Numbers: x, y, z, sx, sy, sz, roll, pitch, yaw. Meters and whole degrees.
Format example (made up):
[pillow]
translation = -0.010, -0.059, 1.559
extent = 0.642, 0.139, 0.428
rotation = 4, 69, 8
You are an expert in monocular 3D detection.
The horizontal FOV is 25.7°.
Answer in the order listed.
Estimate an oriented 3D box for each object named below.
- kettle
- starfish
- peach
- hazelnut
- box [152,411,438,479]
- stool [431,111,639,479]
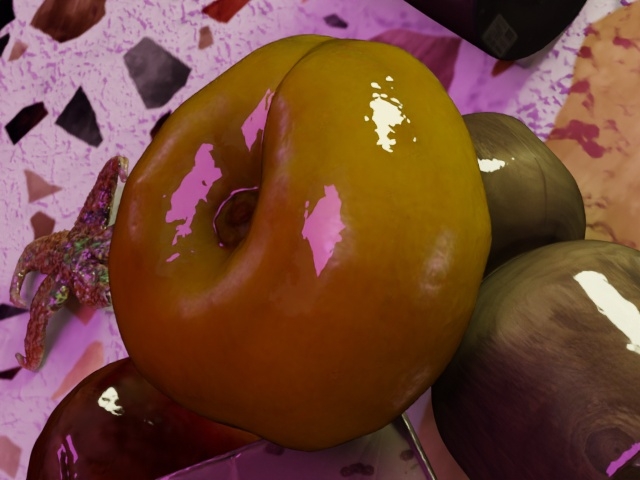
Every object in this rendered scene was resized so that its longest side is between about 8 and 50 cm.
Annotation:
[kettle]
translation = 0.097, -0.269, 1.056
extent = 0.232, 0.144, 0.202
rotation = 38, 96, 33
[starfish]
translation = -0.208, 0.024, 1.232
extent = 0.150, 0.053, 0.209
rotation = 34, 97, 51
[peach]
translation = -0.015, -0.003, 0.826
extent = 0.251, 0.153, 0.251
rotation = -17, 60, 32
[hazelnut]
translation = -0.131, 0.176, 1.008
extent = 0.208, 0.208, 0.208
rotation = -13, 65, 30
[box]
translation = 0.005, 0.280, 0.819
extent = 0.225, 0.190, 0.297
rotation = -21, 48, -4
[stool]
translation = 0.140, 0.066, 0.884
extent = 0.179, 0.179, 0.264
rotation = -46, 53, 11
